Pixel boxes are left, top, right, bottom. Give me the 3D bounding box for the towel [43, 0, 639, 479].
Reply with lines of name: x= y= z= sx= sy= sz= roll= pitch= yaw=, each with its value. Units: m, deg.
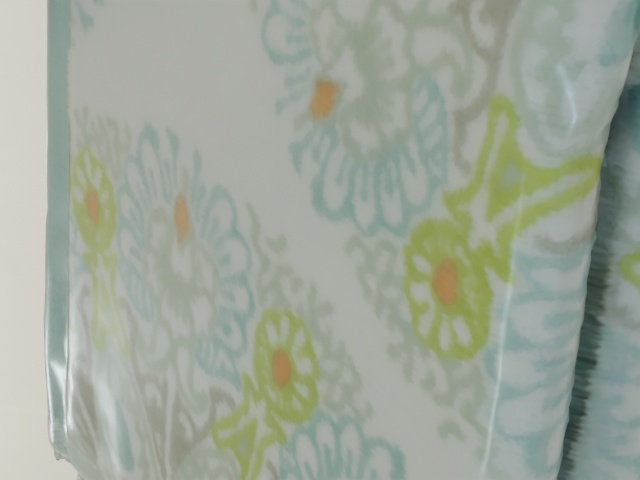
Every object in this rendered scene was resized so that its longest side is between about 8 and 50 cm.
towel: x=0.000 y=0.000 z=0.605 sx=0.090 sy=0.320 sz=0.374 roll=-12 pitch=-61 yaw=-33
